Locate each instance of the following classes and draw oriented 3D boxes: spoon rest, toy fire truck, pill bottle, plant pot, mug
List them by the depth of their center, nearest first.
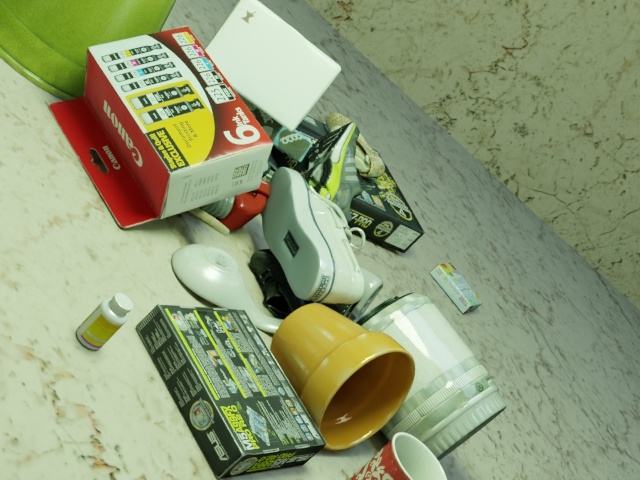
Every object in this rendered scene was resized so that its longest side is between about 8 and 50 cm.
[{"bbox_3d":[-0.294,0.110,1.365,0.043,0.083,0.043,38,23,-19],"label":"pill bottle"},{"bbox_3d":[0.099,0.380,1.490,0.113,0.169,0.150,53,22,19],"label":"mug"},{"bbox_3d":[0.020,0.209,1.650,0.188,0.205,0.205,41,15,36],"label":"plant pot"},{"bbox_3d":[-0.135,0.091,1.731,0.276,0.084,0.137,26,24,-12],"label":"spoon rest"},{"bbox_3d":[-0.193,-0.080,1.853,0.217,0.158,0.246,24,49,-33],"label":"toy fire truck"},{"bbox_3d":[-0.418,-0.498,1.862,0.366,0.353,0.366,38,23,-19],"label":"plant pot"}]

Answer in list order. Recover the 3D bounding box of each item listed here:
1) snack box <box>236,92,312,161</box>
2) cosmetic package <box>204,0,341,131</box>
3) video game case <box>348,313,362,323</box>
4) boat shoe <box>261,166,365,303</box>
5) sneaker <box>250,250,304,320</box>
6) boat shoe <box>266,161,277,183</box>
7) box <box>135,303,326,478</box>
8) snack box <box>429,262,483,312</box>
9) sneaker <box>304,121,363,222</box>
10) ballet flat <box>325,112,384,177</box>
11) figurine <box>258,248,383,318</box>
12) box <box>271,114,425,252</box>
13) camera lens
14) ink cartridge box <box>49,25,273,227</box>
[{"bbox_3d":[-0.182,-0.297,2.228,0.322,0.060,0.187,32,1,-40],"label":"snack box"},{"bbox_3d":[-0.106,-0.365,2.049,0.230,0.161,0.453,37,6,-8],"label":"cosmetic package"},{"bbox_3d":[0.034,0.140,2.017,0.119,0.015,0.166,43,22,-9],"label":"video game case"},{"bbox_3d":[0.004,-0.006,1.846,0.156,0.135,0.367,17,25,-28],"label":"boat shoe"},{"bbox_3d":[-0.080,0.092,1.839,0.170,0.051,0.089,51,17,5],"label":"sneaker"},{"bbox_3d":[-0.148,-0.184,2.142,0.319,0.099,0.116,51,25,19],"label":"boat shoe"},{"bbox_3d":[-0.133,0.221,1.501,0.216,0.060,0.270,9,42,-57],"label":"box"},{"bbox_3d":[0.358,0.124,2.617,0.141,0.037,0.100,53,23,16],"label":"snack box"},{"bbox_3d":[0.038,-0.150,2.213,0.121,0.111,0.300,48,39,-26],"label":"sneaker"},{"bbox_3d":[0.075,-0.233,2.437,0.206,0.073,0.067,46,37,13],"label":"ballet flat"},{"bbox_3d":[0.000,0.066,1.968,0.209,0.092,0.215,37,21,13],"label":"figurine"},{"bbox_3d":[0.054,-0.153,2.470,0.395,0.097,0.318,22,30,-43],"label":"box"},{"bbox_3d":[0.174,0.248,1.795,0.274,0.219,0.219,52,22,16],"label":"camera lens"},{"bbox_3d":[-0.282,-0.201,1.723,0.272,0.130,0.309,-21,62,-31],"label":"ink cartridge box"}]
